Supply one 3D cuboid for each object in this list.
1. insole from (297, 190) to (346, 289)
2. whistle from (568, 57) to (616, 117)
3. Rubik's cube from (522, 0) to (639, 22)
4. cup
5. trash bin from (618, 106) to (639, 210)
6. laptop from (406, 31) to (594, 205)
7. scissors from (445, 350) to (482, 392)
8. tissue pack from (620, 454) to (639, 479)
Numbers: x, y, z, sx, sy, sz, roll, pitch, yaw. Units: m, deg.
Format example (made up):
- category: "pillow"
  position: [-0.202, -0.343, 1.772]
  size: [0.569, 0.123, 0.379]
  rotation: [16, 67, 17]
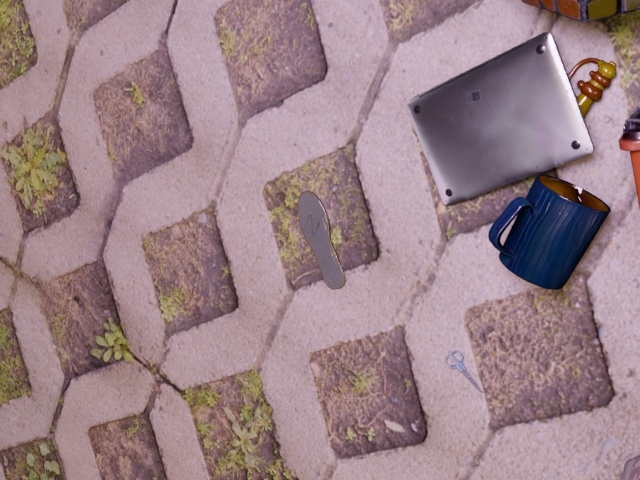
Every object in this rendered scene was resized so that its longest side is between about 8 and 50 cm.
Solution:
- category: "insole"
  position: [0.000, 0.000, 1.348]
  size: [0.064, 0.004, 0.188]
  rotation: [-21, 89, 32]
- category: "whistle"
  position: [0.385, -0.216, 1.083]
  size: [0.046, 0.057, 0.109]
  rotation: [24, 107, -25]
- category: "Rubik's cube"
  position: [0.351, -0.433, 0.920]
  size: [0.264, 0.319, 0.319]
  rotation: [-7, 97, 57]
- category: "cup"
  position: [0.324, -0.017, 1.096]
  size: [0.150, 0.113, 0.138]
  rotation: [22, 112, 0]
- category: "trash bin"
  position: [0.506, -0.067, 0.977]
  size: [0.184, 0.161, 0.239]
  rotation: [-5, 105, 30]
- category: "laptop"
  position: [0.263, -0.176, 1.134]
  size: [0.269, 0.015, 0.188]
  rotation: [-20, 90, 42]
- category: "scissors"
  position: [0.245, 0.225, 1.255]
  size: [0.036, 0.006, 0.083]
  rotation: [-45, 78, 30]
- category: "tissue pack"
  position: [0.510, 0.358, 1.007]
  size: [0.185, 0.225, 0.124]
  rotation: [-37, 81, 30]
